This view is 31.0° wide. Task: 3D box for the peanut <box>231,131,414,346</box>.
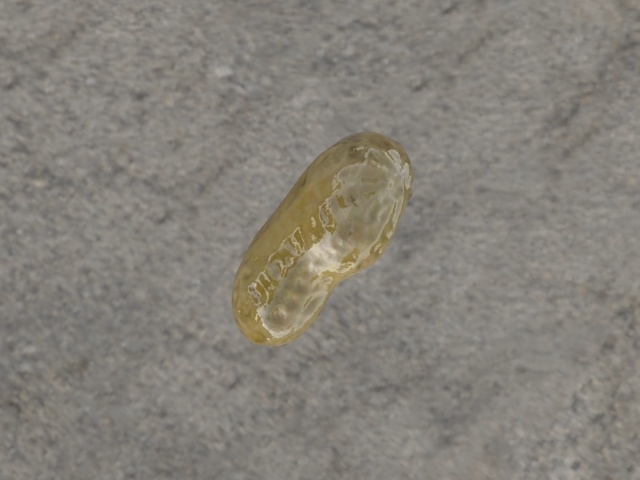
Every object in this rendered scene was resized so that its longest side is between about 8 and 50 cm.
[{"bbox_3d":[0.000,0.000,1.043,0.095,0.108,0.226,36,96,-37],"label":"peanut"}]
